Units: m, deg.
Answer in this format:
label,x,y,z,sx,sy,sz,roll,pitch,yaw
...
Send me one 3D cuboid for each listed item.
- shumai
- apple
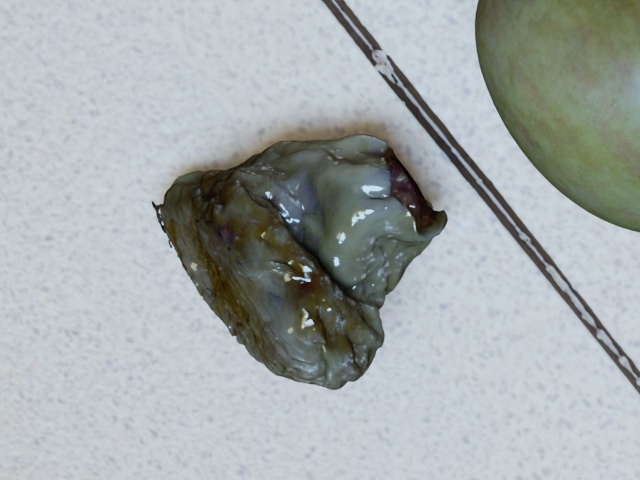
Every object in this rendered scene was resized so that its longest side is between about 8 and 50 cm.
label,x,y,z,sx,sy,sz,roll,pitch,yaw
shumai,0.002,0.004,1.127,0.185,0.218,0.184,-28,113,-19
apple,0.235,-0.139,0.941,0.257,0.257,0.234,-44,83,23
